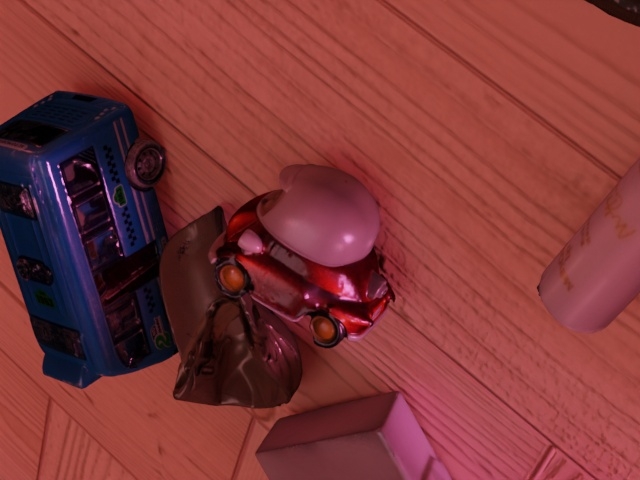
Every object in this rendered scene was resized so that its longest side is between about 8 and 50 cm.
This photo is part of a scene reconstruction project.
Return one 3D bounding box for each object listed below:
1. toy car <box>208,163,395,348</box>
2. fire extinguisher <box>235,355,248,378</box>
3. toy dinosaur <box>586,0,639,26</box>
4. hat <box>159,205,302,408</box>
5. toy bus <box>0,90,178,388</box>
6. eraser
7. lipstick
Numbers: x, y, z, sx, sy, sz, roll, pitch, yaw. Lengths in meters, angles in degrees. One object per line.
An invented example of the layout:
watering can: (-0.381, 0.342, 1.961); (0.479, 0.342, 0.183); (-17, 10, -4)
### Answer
toy car: (0.000, 0.000, 1.109); (0.139, 0.112, 0.112); (34, 123, 9)
fire extinguisher: (-0.080, 0.087, 1.316); (0.083, 0.022, 0.028); (60, 173, -7)
toy dinosaur: (0.154, -0.192, 0.798); (0.179, 0.087, 0.187); (5, 122, 47)
hat: (-0.065, 0.057, 1.252); (0.147, 0.085, 0.175); (-18, 80, 51)
toy bus: (-0.203, 0.002, 1.290); (0.113, 0.134, 0.246); (14, 127, 40)
eraser: (0.100, 0.321, 1.252); (0.213, 0.082, 0.397); (-19, 104, 50)
lipstick: (0.213, -0.032, 0.881); (0.059, 0.059, 0.264); (45, 143, 12)
